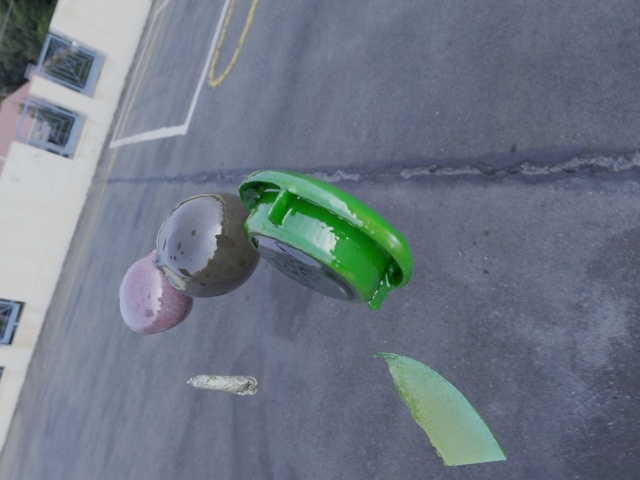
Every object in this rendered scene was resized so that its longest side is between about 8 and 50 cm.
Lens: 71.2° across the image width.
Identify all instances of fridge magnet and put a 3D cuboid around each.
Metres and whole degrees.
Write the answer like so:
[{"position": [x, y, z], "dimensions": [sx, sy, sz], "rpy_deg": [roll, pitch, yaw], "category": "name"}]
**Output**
[{"position": [0.000, 0.000, 0.483], "dimensions": [0.208, 0.208, 0.088], "rpy_deg": [7, 62, 54], "category": "fridge magnet"}]

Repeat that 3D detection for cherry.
[{"position": [-0.490, 0.157, 1.312], "dimensions": [0.206, 0.239, 0.239], "rpy_deg": [-32, 41, -4], "category": "cherry"}]

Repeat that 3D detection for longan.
[{"position": [-0.174, 0.007, 0.706], "dimensions": [0.189, 0.189, 0.189], "rpy_deg": [-27, 55, 45], "category": "longan"}]

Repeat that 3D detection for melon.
[{"position": [0.193, 0.283, 0.770], "dimensions": [0.262, 0.053, 0.114], "rpy_deg": [44, 107, 28], "category": "melon"}]

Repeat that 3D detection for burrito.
[{"position": [-0.258, 0.380, 1.185], "dimensions": [0.045, 0.189, 0.058], "rpy_deg": [-95, 17, -53], "category": "burrito"}]
